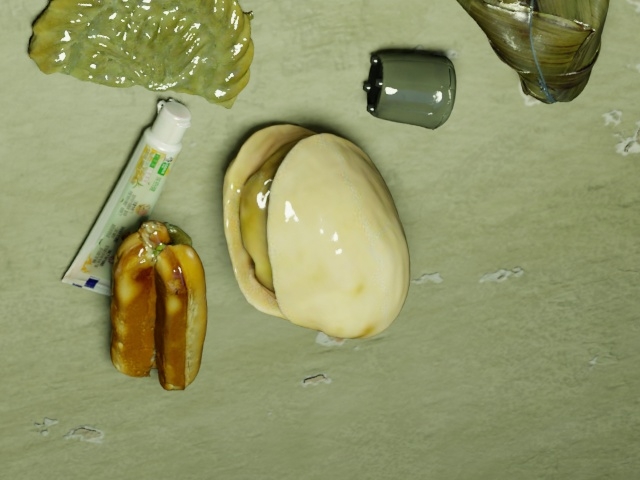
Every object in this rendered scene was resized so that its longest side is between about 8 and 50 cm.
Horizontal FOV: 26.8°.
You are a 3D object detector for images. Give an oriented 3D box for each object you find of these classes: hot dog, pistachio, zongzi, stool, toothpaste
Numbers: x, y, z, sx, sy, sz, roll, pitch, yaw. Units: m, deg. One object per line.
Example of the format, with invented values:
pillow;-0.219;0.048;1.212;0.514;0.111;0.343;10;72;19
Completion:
hot dog;-0.211;0.084;1.787;0.135;0.100;0.337;20;144;8
pistachio;0.000;0.000;1.744;0.238;0.229;0.321;-51;130;-27
zongzi;0.233;-0.266;1.689;0.242;0.112;0.221;14;154;10
stool;0.113;-0.192;1.703;0.110;0.096;0.096;6;126;-14
toothpaste;-0.244;-0.046;1.741;0.056;0.058;0.314;-26;153;-54

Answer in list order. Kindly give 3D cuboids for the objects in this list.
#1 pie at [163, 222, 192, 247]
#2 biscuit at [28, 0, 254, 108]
pie;-0.210;0.012;1.816;0.084;0.020;0.084;-8;132;-9
biscuit;-0.198;-0.253;1.594;0.274;0.036;0.187;7;126;-22
